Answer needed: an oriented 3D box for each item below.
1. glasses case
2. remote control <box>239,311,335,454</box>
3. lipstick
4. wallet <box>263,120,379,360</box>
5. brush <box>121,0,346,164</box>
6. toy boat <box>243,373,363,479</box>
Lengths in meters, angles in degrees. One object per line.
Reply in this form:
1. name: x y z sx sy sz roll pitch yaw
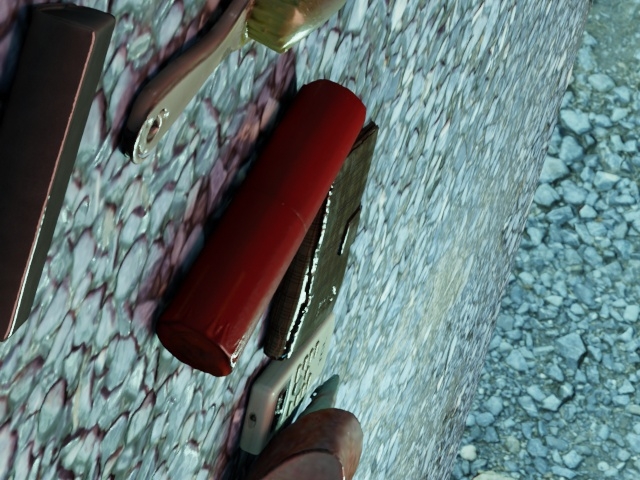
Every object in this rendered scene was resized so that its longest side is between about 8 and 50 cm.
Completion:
1. glasses case: -0.162 -0.039 0.982 0.072 0.042 0.190 -42 151 -77
2. remote control: -0.031 0.142 1.817 0.190 0.029 0.087 -49 157 -57
3. lipstick: -0.045 -0.014 1.433 0.073 0.073 0.279 92 23 -55
4. wallet: 0.000 0.000 1.698 0.124 0.042 0.230 -45 152 -54
5. brush: -0.046 -0.148 1.248 0.313 0.067 0.072 -53 160 -45
6. toy boat: -0.026 0.230 1.876 0.206 0.096 0.282 -53 -171 19
